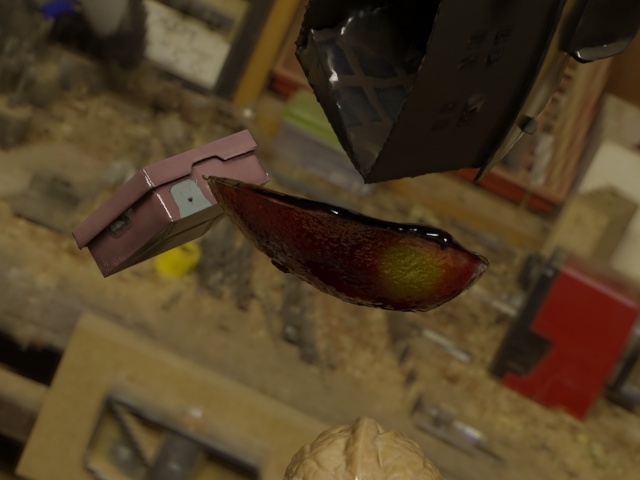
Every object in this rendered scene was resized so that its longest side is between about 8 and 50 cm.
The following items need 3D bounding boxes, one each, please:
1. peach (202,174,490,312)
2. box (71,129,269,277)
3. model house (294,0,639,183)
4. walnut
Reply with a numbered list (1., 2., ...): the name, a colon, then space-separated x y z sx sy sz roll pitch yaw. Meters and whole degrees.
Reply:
1. peach: 0.000 0.004 1.298 0.189 0.068 0.279 24 -7 -41
2. box: -0.209 -0.050 2.380 0.215 0.215 0.086 -24 82 -44
3. model house: 0.123 -0.175 1.049 0.243 0.211 0.204 -10 56 -23
4. walnut: 0.055 0.343 2.198 0.225 0.225 0.261 26 1 4
